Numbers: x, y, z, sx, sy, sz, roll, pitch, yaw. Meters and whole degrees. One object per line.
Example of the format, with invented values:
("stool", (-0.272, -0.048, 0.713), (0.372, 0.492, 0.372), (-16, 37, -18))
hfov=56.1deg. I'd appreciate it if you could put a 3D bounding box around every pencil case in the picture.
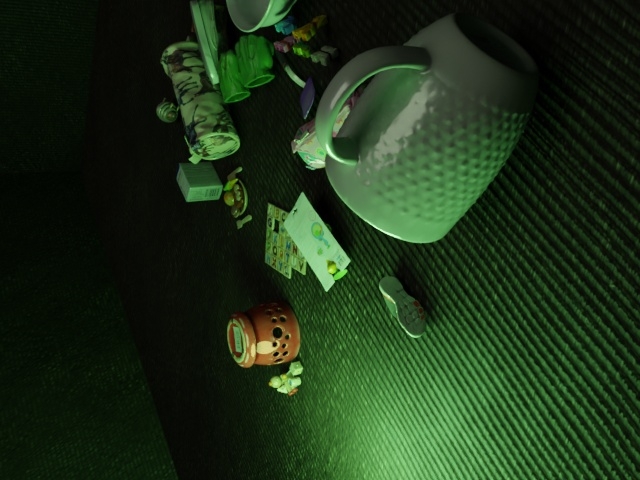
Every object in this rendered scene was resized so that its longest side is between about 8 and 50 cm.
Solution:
("pencil case", (-0.413, -0.471, 2.023), (0.160, 0.184, 0.409), (53, -164, -73))
("pencil case", (0.044, -0.264, 1.416), (0.284, 0.124, 0.124), (-21, 78, 56))

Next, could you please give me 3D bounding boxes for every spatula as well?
("spatula", (-0.075, -0.458, 1.647), (0.296, 0.030, 0.084), (62, 141, 30))

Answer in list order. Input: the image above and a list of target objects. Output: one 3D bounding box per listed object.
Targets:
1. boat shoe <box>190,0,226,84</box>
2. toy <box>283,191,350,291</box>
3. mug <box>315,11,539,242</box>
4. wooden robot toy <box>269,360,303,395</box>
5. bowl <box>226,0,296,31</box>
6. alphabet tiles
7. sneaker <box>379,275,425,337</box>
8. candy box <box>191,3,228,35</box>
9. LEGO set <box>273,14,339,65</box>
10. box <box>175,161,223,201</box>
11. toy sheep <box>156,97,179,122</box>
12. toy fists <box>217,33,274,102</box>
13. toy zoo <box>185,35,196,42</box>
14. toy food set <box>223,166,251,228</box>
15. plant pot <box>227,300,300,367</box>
("boat shoe", (-0.348, -0.642, 1.936), (0.096, 0.088, 0.267), (169, 86, -77))
("toy", (0.000, 0.000, 1.591), (0.237, 0.056, 0.136), (59, 137, 25))
("mug", (0.162, -0.205, 1.011), (0.328, 0.375, 0.276), (-55, 45, 38))
("wooden robot toy", (-0.114, 0.431, 1.823), (0.173, 0.079, 0.076), (-53, 52, 48))
("bowl", (-0.136, -0.705, 1.602), (0.298, 0.134, 0.297), (14, 107, 55))
("alphabet tiles", (-0.105, 0.009, 1.798), (0.237, 0.009, 0.198), (28, 118, 53))
("sneaker", (0.185, 0.153, 1.347), (0.064, 0.061, 0.157), (84, 162, -58))
("candy box", (-0.379, -0.753, 2.047), (0.187, 0.053, 0.109), (35, 123, 47))
("LEGO set", (-0.030, -0.525, 1.529), (0.227, 0.093, 0.087), (35, 155, 44))
("box", (-0.438, -0.213, 2.167), (0.137, 0.126, 0.072), (60, 142, 33))
("toy sheep", (-0.622, -0.525, 2.437), (0.132, 0.091, 0.091), (40, 128, 40))
("toy fists", (-0.227, -0.524, 1.815), (0.279, 0.096, 0.142), (-11, 94, 57))
("toy zoo", (-0.468, -0.584, 2.234), (0.192, 0.030, 0.293), (-49, 55, 48))
("toy food set", (-0.288, -0.144, 2.025), (0.132, 0.039, 0.191), (-27, 73, 56))
("plant pot", (-0.180, 0.286, 1.816), (0.191, 0.174, 0.190), (17, 110, 58))
